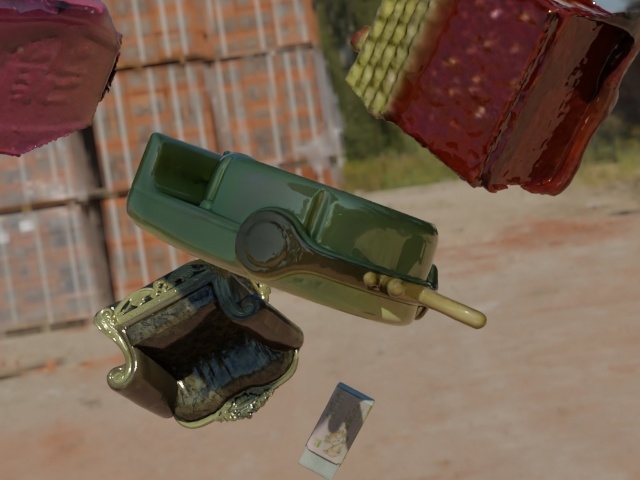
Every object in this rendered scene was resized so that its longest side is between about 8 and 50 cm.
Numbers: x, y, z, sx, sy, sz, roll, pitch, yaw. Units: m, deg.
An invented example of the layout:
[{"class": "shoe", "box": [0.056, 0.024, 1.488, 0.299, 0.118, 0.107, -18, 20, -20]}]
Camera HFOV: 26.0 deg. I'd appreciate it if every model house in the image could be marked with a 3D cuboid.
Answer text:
[{"class": "model house", "box": [0.144, -0.185, 1.320, 0.254, 0.196, 0.160, 37, 25, 29]}]

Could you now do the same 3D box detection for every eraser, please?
[{"class": "eraser", "box": [0.014, 0.172, 1.245, 0.038, 0.083, 0.019, 27, 12, 3]}]

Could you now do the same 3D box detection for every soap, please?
[{"class": "soap", "box": [-0.397, -0.213, 1.632, 0.325, 0.220, 0.127, 5, 35, -25]}]

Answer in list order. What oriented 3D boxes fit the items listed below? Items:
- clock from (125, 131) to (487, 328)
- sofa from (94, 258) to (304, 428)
[{"class": "clock", "box": [0.000, 0.000, 1.187, 0.308, 0.096, 0.235, 22, 2, 44]}, {"class": "sofa", "box": [-0.171, 0.157, 2.018, 0.258, 0.182, 0.200, -28, -29, 8]}]
